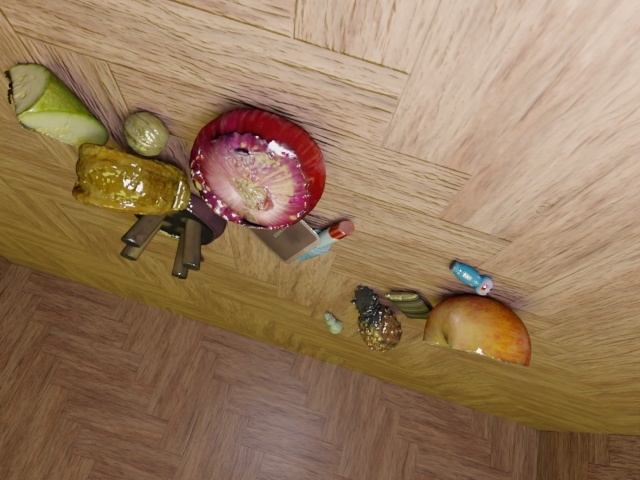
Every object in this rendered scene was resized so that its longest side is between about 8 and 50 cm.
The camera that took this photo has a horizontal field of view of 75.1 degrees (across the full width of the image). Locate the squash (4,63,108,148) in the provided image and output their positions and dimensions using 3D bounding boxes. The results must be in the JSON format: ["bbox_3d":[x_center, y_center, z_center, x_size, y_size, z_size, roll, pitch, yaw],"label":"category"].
[{"bbox_3d":[-0.503,-0.228,0.862,0.169,0.093,0.252,57,175,31],"label":"squash"}]

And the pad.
[{"bbox_3d":[-0.107,-0.022,1.087,0.176,0.002,0.266,44,152,-7],"label":"pad"}]

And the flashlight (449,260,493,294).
[{"bbox_3d":[0.369,0.091,1.024,0.129,0.051,0.051,30,154,-15],"label":"flashlight"}]

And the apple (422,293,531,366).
[{"bbox_3d":[0.435,0.237,1.149,0.251,0.163,0.293,15,171,-12],"label":"apple"}]

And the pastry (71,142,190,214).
[{"bbox_3d":[-0.406,-0.136,0.913,0.235,0.132,0.240,6,-167,-22],"label":"pastry"}]

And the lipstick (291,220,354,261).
[{"bbox_3d":[0.000,0.000,1.061,0.068,0.061,0.274,31,154,-18],"label":"lipstick"}]

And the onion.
[{"bbox_3d":[-0.110,-0.129,0.744,0.248,0.161,0.248,5,152,3],"label":"onion"}]

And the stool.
[{"bbox_3d":[-0.420,-0.020,1.165,0.272,0.178,0.272,13,156,6],"label":"stool"}]

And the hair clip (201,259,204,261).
[{"bbox_3d":[-0.471,0.055,1.558,0.054,0.022,0.137,20,156,3],"label":"hair clip"}]

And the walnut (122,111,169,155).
[{"bbox_3d":[-0.347,-0.211,0.827,0.092,0.092,0.092,15,156,7],"label":"walnut"}]

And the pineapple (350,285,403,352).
[{"bbox_3d":[0.186,0.259,1.416,0.158,0.157,0.278,4,141,29],"label":"pineapple"}]

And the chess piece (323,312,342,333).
[{"bbox_3d":[0.044,0.349,1.798,0.059,0.059,0.149,4,148,29],"label":"chess piece"}]

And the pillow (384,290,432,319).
[{"bbox_3d":[0.296,0.211,1.343,0.113,0.038,0.203,-3,150,33],"label":"pillow"}]
